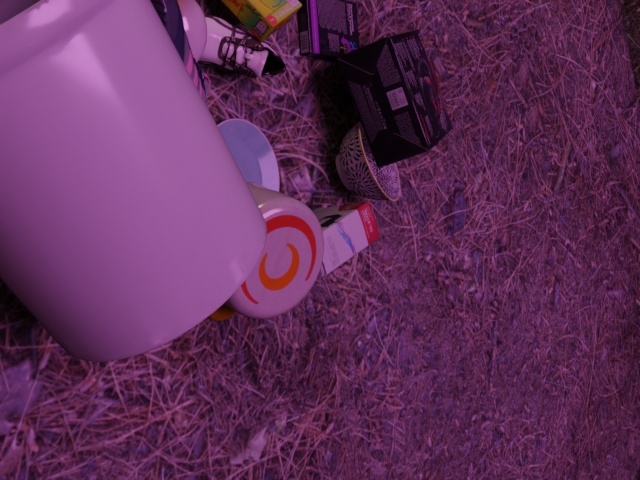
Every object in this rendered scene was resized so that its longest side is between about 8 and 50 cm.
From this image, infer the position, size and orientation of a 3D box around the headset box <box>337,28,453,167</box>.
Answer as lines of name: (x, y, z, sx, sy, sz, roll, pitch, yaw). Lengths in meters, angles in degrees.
headset box: (0.156, -0.282, 1.662, 0.218, 0.110, 0.293, 69, 23, -10)

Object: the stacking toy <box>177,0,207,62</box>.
stacking toy: (-0.254, -0.429, 1.126, 0.351, 0.350, 0.480, -62, 149, -34)

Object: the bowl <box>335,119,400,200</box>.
bowl: (0.080, -0.142, 1.631, 0.170, 0.080, 0.170, 47, 33, -43)

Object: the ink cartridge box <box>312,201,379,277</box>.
ink cartridge box: (0.000, 0.000, 1.492, 0.175, 0.127, 0.072, -33, 111, -49)

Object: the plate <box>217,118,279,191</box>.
plate: (-0.136, -0.106, 1.413, 0.188, 0.024, 0.188, 4, 84, -52)

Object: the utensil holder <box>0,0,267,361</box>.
utensil holder: (-0.275, -0.101, 0.996, 0.328, 0.327, 0.386, -56, 130, -38)

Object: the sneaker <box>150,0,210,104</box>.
sneaker: (-0.208, -0.230, 1.175, 0.131, 0.112, 0.319, -43, 157, -37)

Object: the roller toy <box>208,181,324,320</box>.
roller toy: (-0.104, 0.014, 1.324, 0.191, 0.146, 0.210, -22, 120, -33)

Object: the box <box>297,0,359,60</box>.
box: (0.018, -0.402, 1.631, 0.162, 0.029, 0.116, -5, 92, -51)

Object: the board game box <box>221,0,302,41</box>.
board game box: (-0.125, -0.412, 1.374, 0.181, 0.043, 0.092, 45, 48, -5)

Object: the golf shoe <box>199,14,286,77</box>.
golf shoe: (-0.133, -0.304, 1.366, 0.198, 0.093, 0.077, -1, 114, -50)
